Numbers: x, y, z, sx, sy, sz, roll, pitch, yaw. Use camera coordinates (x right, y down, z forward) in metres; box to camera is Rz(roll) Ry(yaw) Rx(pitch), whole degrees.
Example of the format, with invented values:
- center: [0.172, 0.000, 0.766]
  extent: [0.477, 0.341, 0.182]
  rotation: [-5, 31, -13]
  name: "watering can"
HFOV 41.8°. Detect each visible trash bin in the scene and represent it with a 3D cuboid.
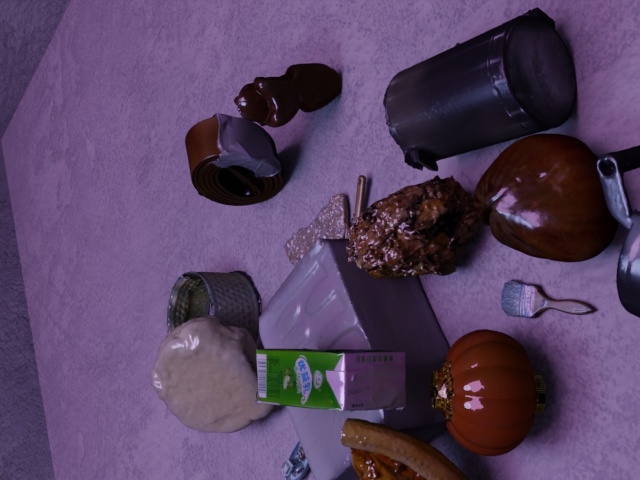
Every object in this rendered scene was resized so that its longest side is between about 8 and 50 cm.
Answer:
- center: [0.288, -0.270, 1.549]
  extent: [0.301, 0.202, 0.252]
  rotation: [-14, 57, 51]
  name: "trash bin"

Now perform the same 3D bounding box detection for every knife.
- center: [0.078, -0.023, 1.923]
  extent: [0.046, 0.022, 0.256]
  rotation: [15, 103, 45]
  name: "knife"

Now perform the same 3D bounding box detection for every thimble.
- center: [-0.292, 0.210, 2.259]
  extent: [0.270, 0.150, 0.271]
  rotation: [-7, 81, 51]
  name: "thimble"

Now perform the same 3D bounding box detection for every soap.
- center: [0.073, 0.252, 1.756]
  extent: [0.350, 0.212, 0.435]
  rotation: [-47, 54, 36]
  name: "soap"

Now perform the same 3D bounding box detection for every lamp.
- center: [0.295, 0.268, 1.486]
  extent: [0.223, 0.196, 0.223]
  rotation: [-178, 90, -89]
  name: "lamp"
- center: [0.566, 0.040, 1.160]
  extent: [0.272, 0.205, 0.374]
  rotation: [-1, 103, 56]
  name: "lamp"

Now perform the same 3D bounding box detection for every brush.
- center: [0.407, 0.112, 1.504]
  extent: [0.196, 0.021, 0.070]
  rotation: [6, 91, 49]
  name: "brush"

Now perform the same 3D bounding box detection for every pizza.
- center: [0.170, 0.446, 1.540]
  extent: [0.182, 0.365, 0.074]
  rotation: [-38, 18, 30]
  name: "pizza"

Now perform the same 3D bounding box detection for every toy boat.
- center: [-0.058, 0.531, 2.002]
  extent: [0.059, 0.066, 0.140]
  rotation: [44, 121, 40]
  name: "toy boat"

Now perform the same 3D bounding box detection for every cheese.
- center: [-0.259, 0.340, 2.091]
  extent: [0.115, 0.326, 0.318]
  rotation: [-77, 1, -60]
  name: "cheese"

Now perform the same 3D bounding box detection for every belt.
- center: [-0.210, -0.190, 2.076]
  extent: [0.217, 0.339, 0.122]
  rotation: [-16, 70, 10]
  name: "belt"

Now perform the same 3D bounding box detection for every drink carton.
- center: [0.014, 0.254, 1.543]
  extent: [0.271, 0.161, 0.108]
  rotation: [-6, 82, 50]
  name: "drink carton"

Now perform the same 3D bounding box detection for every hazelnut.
- center: [0.379, -0.067, 1.410]
  extent: [0.251, 0.217, 0.217]
  rotation: [51, 124, 42]
  name: "hazelnut"

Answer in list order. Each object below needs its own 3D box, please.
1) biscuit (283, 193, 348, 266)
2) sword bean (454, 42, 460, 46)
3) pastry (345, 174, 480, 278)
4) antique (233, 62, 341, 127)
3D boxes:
- center: [-0.001, 0.004, 2.012]
  extent: [0.250, 0.032, 0.133]
  rotation: [-42, 57, 40]
  name: "biscuit"
- center: [0.263, -0.377, 1.739]
  extent: [0.083, 0.012, 0.012]
  rotation: [-50, 51, 34]
  name: "sword bean"
- center: [0.184, -0.007, 1.631]
  extent: [0.274, 0.274, 0.193]
  rotation: [-24, 91, 48]
  name: "pastry"
- center: [-0.089, -0.345, 1.982]
  extent: [0.143, 0.256, 0.121]
  rotation: [0, 113, 50]
  name: "antique"
